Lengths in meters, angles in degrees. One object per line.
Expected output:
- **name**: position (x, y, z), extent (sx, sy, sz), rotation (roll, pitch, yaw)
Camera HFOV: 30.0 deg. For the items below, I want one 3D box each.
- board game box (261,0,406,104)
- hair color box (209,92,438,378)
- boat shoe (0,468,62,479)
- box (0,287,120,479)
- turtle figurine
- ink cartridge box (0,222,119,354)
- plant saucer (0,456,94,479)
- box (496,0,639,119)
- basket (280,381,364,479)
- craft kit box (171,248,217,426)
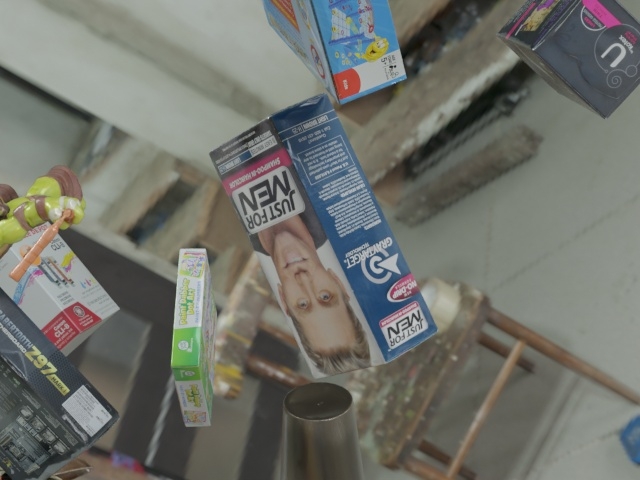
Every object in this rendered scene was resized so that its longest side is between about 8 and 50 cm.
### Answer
- **board game box**: position (-0.023, -0.354, 1.385), extent (0.086, 0.301, 0.308), rotation (-22, 33, -7)
- **hair color box**: position (0.000, 0.000, 1.579), extent (0.105, 0.347, 0.174), rotation (-27, 3, -35)
- **boat shoe**: position (-0.359, 0.279, 1.343), extent (0.043, 0.137, 0.049), rotation (120, 151, -42)
- **box**: position (-0.343, 0.149, 1.277), extent (0.183, 0.232, 0.059), rotation (-39, 4, 46)
- **turtle figurine**: position (-0.320, 0.000, 1.107), extent (0.270, 0.087, 0.217), rotation (-31, 12, 19)
- **ink cartridge box**: position (-0.395, 0.078, 1.629), extent (0.127, 0.176, 0.128), rotation (-41, -1, 20)
- **plant saucer**: position (-0.401, 0.315, 1.578), extent (0.199, 0.199, 0.036), rotation (-33, 72, 51)
- **box**: position (0.404, -0.312, 1.873), extent (0.143, 0.165, 0.270), rotation (-48, 13, 9)
- **basket**: position (0.002, 0.389, 2.193), extent (0.204, 0.154, 0.226), rotation (34, 134, 50)
- **craft kit box**: position (-0.234, 0.183, 2.228), extent (0.246, 0.061, 0.249), rotation (84, -175, -57)
